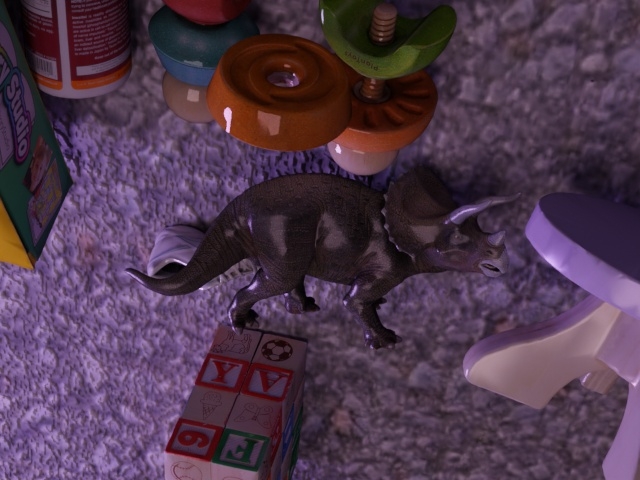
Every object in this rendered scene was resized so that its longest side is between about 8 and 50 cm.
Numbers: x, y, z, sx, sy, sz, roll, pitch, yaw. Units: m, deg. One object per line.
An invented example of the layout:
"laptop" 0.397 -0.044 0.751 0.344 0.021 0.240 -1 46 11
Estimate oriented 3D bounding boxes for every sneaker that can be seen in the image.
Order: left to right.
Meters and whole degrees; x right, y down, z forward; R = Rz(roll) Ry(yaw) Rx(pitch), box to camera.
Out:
"sneaker" -0.084 0.020 1.185 0.152 0.061 0.054 -4 123 18

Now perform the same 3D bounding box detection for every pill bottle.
"pill bottle" -0.193 -0.195 1.037 0.086 0.086 0.152 11 128 9

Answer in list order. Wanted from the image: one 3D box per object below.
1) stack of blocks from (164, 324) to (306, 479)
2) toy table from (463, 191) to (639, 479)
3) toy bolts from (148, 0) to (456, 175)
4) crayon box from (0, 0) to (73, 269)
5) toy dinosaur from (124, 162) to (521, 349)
"stack of blocks" -0.081 0.252 1.289 0.087 0.171 0.297 11 129 8
"toy table" 0.262 0.088 1.034 0.274 0.252 0.161 26 114 4
"toy bolts" -0.044 -0.113 0.998 0.228 0.218 0.158 29 138 17
"crayon box" -0.386 -0.140 1.024 0.313 0.106 0.363 15 152 12
"toy dinosaur" 0.000 0.000 1.108 0.313 0.121 0.160 6 116 4
